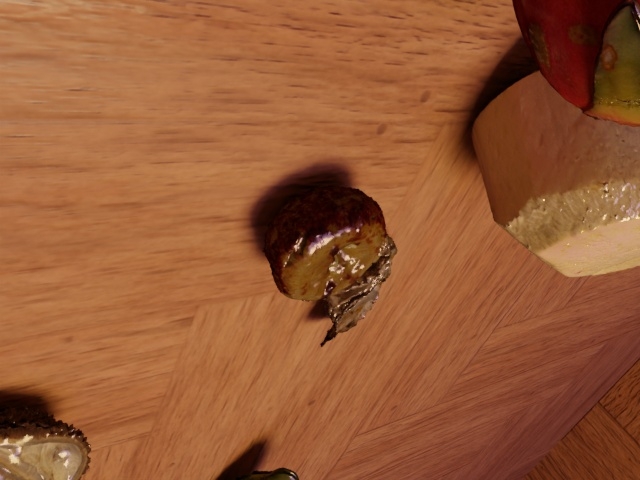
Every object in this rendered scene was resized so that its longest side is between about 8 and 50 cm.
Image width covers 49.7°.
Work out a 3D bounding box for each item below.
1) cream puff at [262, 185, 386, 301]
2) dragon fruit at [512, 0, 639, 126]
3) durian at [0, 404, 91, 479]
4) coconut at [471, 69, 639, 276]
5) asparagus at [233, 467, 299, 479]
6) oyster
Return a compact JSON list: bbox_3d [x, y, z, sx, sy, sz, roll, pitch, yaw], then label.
[{"bbox_3d":[0.000,0.000,0.747,0.149,0.084,0.149,-24,148,-16],"label":"cream puff"},{"bbox_3d":[0.256,-0.259,0.500,0.305,0.305,0.226,-43,140,8],"label":"dragon fruit"},{"bbox_3d":[-0.324,0.217,0.694,0.148,0.091,0.188,-40,146,-21],"label":"durian"},{"bbox_3d":[0.305,-0.097,0.791,0.239,0.244,0.239,-5,158,-2],"label":"coconut"},{"bbox_3d":[-0.166,0.487,1.162,0.382,0.108,0.128,-49,177,13],"label":"asparagus"},{"bbox_3d":[0.048,0.063,0.900,0.105,0.056,0.177,-22,147,-44],"label":"oyster"}]
